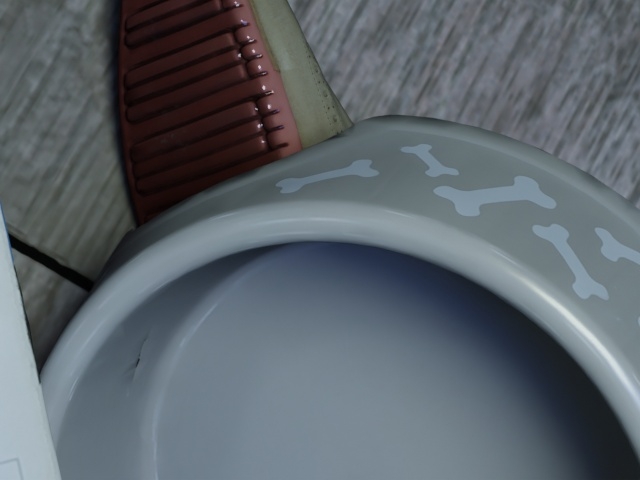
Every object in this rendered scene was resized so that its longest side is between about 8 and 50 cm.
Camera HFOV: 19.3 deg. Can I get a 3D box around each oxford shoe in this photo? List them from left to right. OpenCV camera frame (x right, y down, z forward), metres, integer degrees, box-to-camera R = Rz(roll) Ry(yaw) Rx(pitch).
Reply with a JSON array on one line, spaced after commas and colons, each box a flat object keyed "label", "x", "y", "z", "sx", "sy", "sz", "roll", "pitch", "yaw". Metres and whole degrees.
[{"label": "oxford shoe", "x": 0.000, "y": 0.000, "z": 0.955, "sx": 0.130, "sy": 0.123, "sz": 0.348, "roll": -25, "pitch": 101, "yaw": -40}]

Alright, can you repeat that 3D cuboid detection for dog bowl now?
[{"label": "dog bowl", "x": 0.022, "y": 0.122, "z": 0.836, "sx": 0.348, "sy": 0.102, "sz": 0.349, "roll": 5, "pitch": 105, "yaw": 17}]

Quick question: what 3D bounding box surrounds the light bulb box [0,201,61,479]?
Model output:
[{"label": "light bulb box", "x": -0.282, "y": 0.094, "z": 0.676, "sx": 0.358, "sy": 0.225, "sz": 0.361, "roll": -13, "pitch": 99, "yaw": -17}]
